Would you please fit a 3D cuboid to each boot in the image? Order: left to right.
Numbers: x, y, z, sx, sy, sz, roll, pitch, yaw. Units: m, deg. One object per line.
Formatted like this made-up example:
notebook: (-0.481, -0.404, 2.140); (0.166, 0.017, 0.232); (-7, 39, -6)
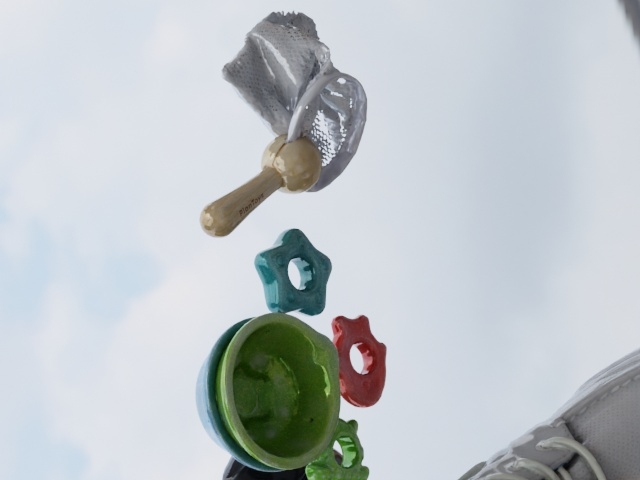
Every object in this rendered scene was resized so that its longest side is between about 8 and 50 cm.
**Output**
boot: (0.101, 0.131, 0.830); (0.095, 0.258, 0.123); (46, 178, 16)

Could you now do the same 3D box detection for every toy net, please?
toy net: (0.000, 0.000, 0.858); (0.122, 0.045, 0.232); (23, -116, -37)

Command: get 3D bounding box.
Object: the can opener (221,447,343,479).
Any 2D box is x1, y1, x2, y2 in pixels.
can opener: (-0.047, 0.160, 0.908); (0.073, 0.059, 0.186); (46, -120, -10)
